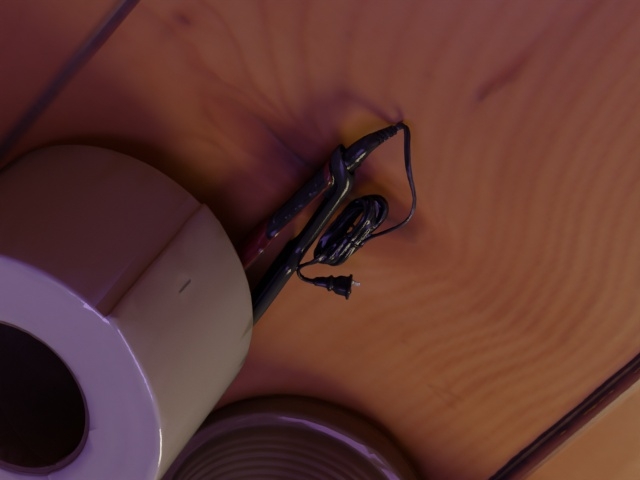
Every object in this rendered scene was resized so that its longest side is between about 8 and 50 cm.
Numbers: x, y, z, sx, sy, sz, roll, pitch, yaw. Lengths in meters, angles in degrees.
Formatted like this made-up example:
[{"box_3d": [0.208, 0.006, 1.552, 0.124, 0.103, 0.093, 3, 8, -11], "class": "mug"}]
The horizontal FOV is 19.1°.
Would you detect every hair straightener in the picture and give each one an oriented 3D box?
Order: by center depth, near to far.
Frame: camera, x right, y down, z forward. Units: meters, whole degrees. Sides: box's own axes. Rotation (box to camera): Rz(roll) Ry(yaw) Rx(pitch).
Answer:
[{"box_3d": [0.000, 0.000, 1.431, 0.089, 0.047, 0.230, 37, 116, -15], "class": "hair straightener"}]

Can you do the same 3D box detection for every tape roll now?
[{"box_3d": [-0.191, 0.073, 1.399, 0.246, 0.169, 0.246, 10, 121, 18], "class": "tape roll"}]

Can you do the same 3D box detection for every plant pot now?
[{"box_3d": [-0.033, 0.253, 1.528, 0.237, 0.110, 0.237, 5, 113, 13], "class": "plant pot"}]
